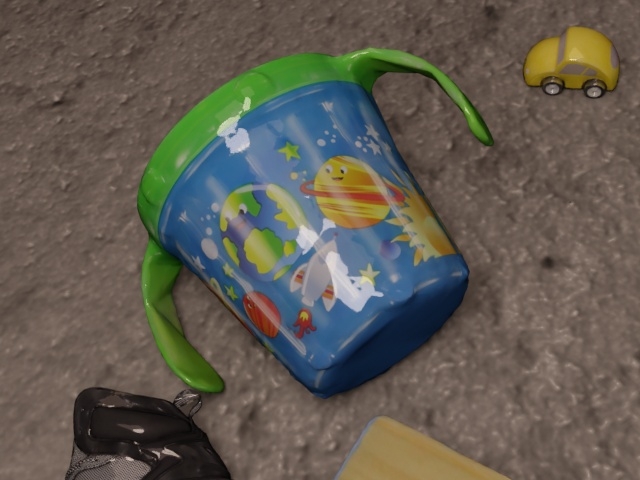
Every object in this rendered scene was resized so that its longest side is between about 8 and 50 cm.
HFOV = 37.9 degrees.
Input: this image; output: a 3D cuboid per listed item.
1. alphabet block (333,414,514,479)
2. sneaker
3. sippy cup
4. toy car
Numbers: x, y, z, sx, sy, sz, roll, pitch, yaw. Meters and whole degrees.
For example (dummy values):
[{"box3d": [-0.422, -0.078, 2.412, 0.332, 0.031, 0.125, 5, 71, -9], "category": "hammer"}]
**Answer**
[{"box3d": [0.082, 0.264, 0.610, 0.197, 0.192, 0.193, 24, 66, 23], "category": "alphabet block"}, {"box3d": [-0.200, 0.214, 0.752, 0.269, 0.101, 0.153, -19, 55, -10], "category": "sneaker"}, {"box3d": [0.000, 0.000, 0.792, 0.240, 0.305, 0.224, -21, 62, -38], "category": "sippy cup"}, {"box3d": [0.349, -0.165, 0.928, 0.239, 0.053, 0.225, -22, 55, -4], "category": "toy car"}]
